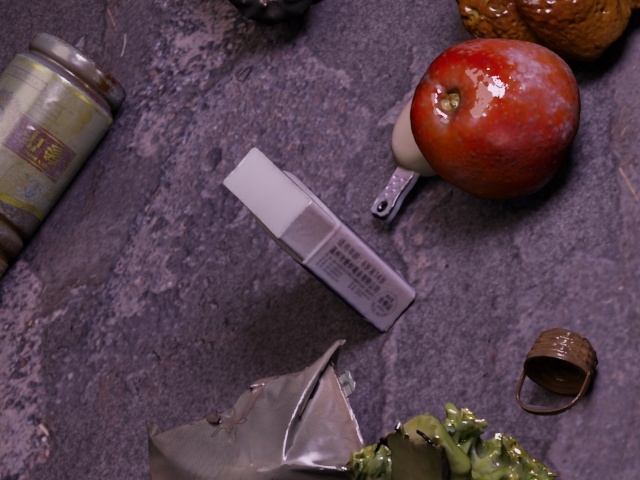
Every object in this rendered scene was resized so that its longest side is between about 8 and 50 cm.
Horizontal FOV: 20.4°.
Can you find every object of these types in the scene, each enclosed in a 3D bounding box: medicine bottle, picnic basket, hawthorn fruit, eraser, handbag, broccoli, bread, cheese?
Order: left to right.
[{"bbox_3d":[-0.391,-0.096,2.243,0.151,0.151,0.322,26,78,44],"label":"medicine bottle"},{"bbox_3d":[-0.066,0.219,1.817,0.270,0.117,0.182,-28,61,17],"label":"handbag"},{"bbox_3d":[0.000,0.000,1.852,0.068,0.210,0.124,-46,45,2],"label":"eraser"},{"bbox_3d":[0.113,-0.097,1.948,0.092,0.047,0.171,-4,59,47],"label":"cheese"},{"bbox_3d":[0.150,0.231,1.585,0.180,0.273,0.242,-28,38,-31],"label":"broccoli"},{"bbox_3d":[0.178,-0.130,1.839,0.173,0.173,0.173,-19,51,25],"label":"hawthorn fruit"},{"bbox_3d":[0.248,-0.285,1.923,0.246,0.135,0.232,20,77,43],"label":"bread"},{"bbox_3d":[0.223,0.133,1.696,0.072,0.072,0.083,-1,47,35],"label":"picnic basket"}]

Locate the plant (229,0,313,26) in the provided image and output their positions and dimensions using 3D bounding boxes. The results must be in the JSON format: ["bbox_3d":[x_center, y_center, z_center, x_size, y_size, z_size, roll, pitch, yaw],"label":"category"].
[{"bbox_3d":[-0.066,-0.363,2.193,0.142,0.164,0.256,-24,34,16],"label":"plant"}]
